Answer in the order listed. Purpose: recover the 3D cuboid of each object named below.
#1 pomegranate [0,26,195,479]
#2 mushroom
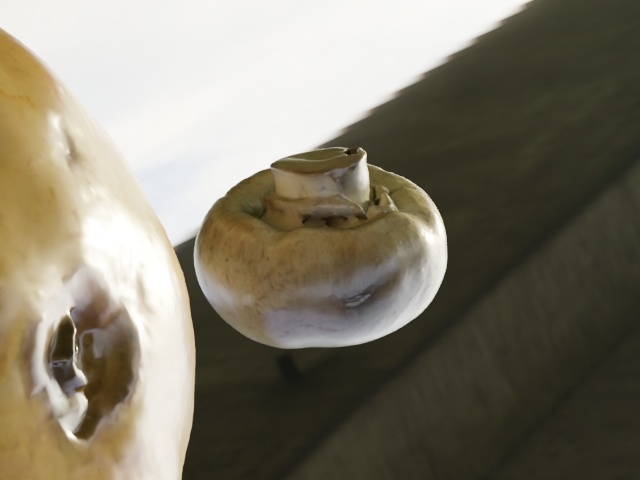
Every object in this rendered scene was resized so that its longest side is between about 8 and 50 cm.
[{"bbox_3d":[-0.262,0.063,0.890,0.411,0.411,0.411,-23,-162,8],"label":"pomegranate"},{"bbox_3d":[0.000,0.000,1.245,0.166,0.127,0.166,-1,-164,0],"label":"mushroom"}]
